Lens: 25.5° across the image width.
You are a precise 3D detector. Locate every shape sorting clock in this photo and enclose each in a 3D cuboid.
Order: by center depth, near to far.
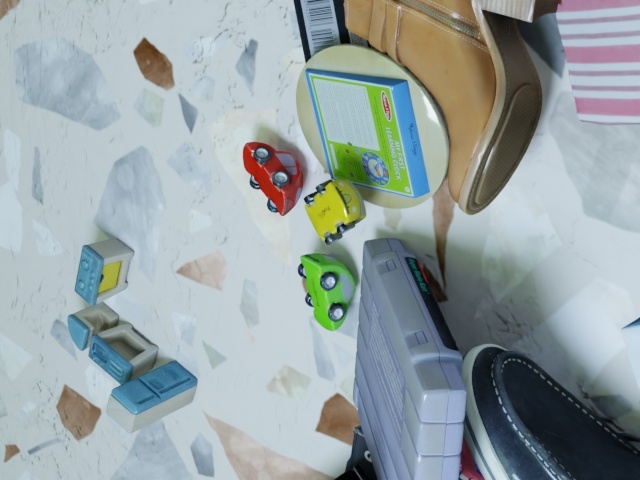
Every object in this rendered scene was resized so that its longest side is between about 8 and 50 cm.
[{"bbox_3d":[0.058,-0.127,1.591,0.206,0.040,0.206,29,139,29],"label":"shape sorting clock"}]

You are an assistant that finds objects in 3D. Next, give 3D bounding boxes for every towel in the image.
[{"bbox_3d":[0.281,-0.205,1.349,0.144,0.029,0.197,14,120,62],"label":"towel"}]

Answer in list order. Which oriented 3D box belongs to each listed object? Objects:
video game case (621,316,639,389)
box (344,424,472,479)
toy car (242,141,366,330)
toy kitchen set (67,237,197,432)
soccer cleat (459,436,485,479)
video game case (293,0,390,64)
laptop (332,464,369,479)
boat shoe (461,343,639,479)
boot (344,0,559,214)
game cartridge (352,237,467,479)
[{"bbox_3d":[0.423,0.039,1.180,0.244,0.269,0.061,-16,95,44],"label":"video game case"},{"bbox_3d":[0.147,0.402,1.718,0.295,0.073,0.293,28,125,30],"label":"box"},{"bbox_3d":[0.000,0.000,1.682,0.239,0.053,0.225,28,137,54],"label":"toy car"},{"bbox_3d":[-0.272,0.125,1.945,0.207,0.122,0.166,36,128,26],"label":"toy kitchen set"},{"bbox_3d":[0.236,0.269,1.553,0.248,0.083,0.095,38,91,36],"label":"soccer cleat"},{"bbox_3d":[0.060,-0.326,1.525,0.248,0.035,0.275,0,106,42],"label":"video game case"},{"bbox_3d":[0.050,0.483,1.622,0.382,0.236,0.408,56,133,9],"label":"laptop"},{"bbox_3d":[0.334,0.282,1.429,0.500,0.187,0.156,48,124,14],"label":"boat shoe"},{"bbox_3d":[0.111,-0.185,1.428,0.220,0.109,0.283,20,116,29],"label":"boot"},{"bbox_3d":[0.094,0.165,1.533,0.355,0.068,0.230,-108,23,-64],"label":"game cartridge"}]
